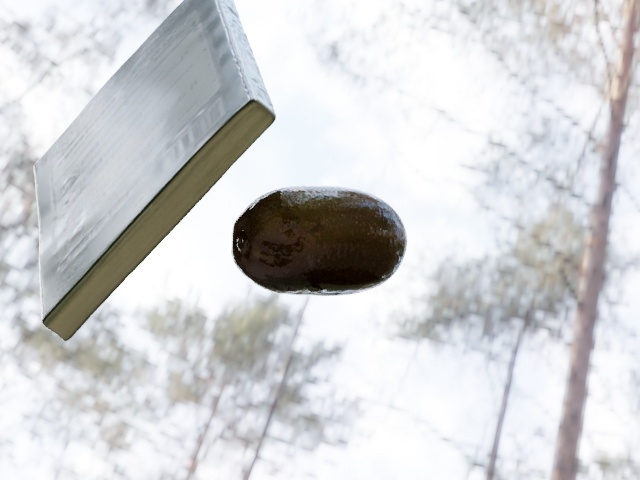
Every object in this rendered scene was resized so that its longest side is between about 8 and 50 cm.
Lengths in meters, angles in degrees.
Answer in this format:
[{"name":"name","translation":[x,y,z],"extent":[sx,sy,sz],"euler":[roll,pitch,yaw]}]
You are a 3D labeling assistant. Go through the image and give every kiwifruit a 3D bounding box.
[{"name":"kiwifruit","translation":[0.000,0.000,1.228],"extent":[0.124,0.075,0.075],"euler":[3,-47,-31]}]

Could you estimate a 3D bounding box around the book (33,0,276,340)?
[{"name":"book","translation":[-0.120,-0.065,1.292],"extent":[0.027,0.264,0.202],"euler":[38,-77,-23]}]
